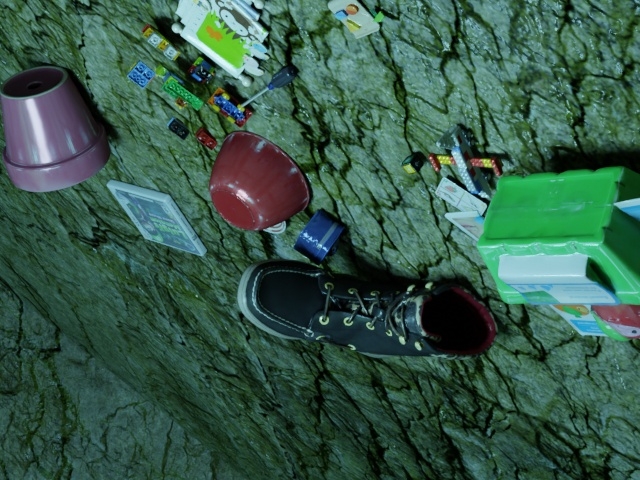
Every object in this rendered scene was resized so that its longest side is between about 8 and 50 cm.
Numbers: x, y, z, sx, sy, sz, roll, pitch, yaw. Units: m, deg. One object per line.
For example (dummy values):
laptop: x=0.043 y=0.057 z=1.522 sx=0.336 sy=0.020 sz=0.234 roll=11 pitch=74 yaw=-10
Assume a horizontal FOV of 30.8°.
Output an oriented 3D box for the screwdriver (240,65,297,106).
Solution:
screwdriver: x=-0.081 y=-0.224 z=1.749 sx=0.170 sy=0.024 sz=0.025 roll=-31 pitch=81 yaw=57

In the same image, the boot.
boot: x=0.081 y=0.117 z=1.915 sx=0.377 sy=0.138 sz=0.284 roll=24 pitch=163 yaw=-35

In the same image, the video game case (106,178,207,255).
video game case: x=-0.342 y=-0.047 z=2.424 sx=0.190 sy=0.022 sz=0.173 roll=15 pitch=148 yaw=40

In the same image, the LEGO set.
LEGO set: x=0.222 y=-0.061 z=1.609 sx=0.244 sy=0.060 sz=0.182 roll=34 pitch=152 yaw=7

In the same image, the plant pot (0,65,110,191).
plant pot: x=-0.510 y=-0.219 z=2.171 sx=0.201 sy=0.201 sz=0.180 roll=18 pitch=133 yaw=36

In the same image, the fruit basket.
fruit basket: x=0.375 y=0.054 z=1.475 sx=0.327 sy=0.165 sz=0.353 roll=-2 pitch=143 yaw=46

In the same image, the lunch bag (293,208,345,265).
lunch bag: x=0.000 y=0.000 z=1.995 sx=0.065 sy=0.067 sz=0.098 roll=37 pitch=159 yaw=4

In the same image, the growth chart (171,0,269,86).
growth chart: x=-0.144 y=-0.321 z=1.684 sx=0.172 sy=0.021 sz=0.237 roll=34 pitch=156 yaw=4

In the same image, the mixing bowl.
mixing bowl: x=-0.120 y=-0.082 z=1.952 sx=0.181 sy=0.098 sz=0.181 roll=28 pitch=148 yaw=19

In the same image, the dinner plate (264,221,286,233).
dinner plate: x=-0.117 y=-0.066 z=2.099 sx=0.141 sy=0.017 sz=0.141 roll=30 pitch=154 yaw=17

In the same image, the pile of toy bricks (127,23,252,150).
pile of toy bricks: x=-0.220 y=-0.244 z=1.845 sx=0.212 sy=0.118 sz=0.105 roll=38 pitch=-171 yaw=-23

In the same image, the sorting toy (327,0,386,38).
sorting toy: x=0.049 y=-0.290 z=1.489 sx=0.062 sy=0.012 sz=0.083 roll=47 pitch=154 yaw=-20
